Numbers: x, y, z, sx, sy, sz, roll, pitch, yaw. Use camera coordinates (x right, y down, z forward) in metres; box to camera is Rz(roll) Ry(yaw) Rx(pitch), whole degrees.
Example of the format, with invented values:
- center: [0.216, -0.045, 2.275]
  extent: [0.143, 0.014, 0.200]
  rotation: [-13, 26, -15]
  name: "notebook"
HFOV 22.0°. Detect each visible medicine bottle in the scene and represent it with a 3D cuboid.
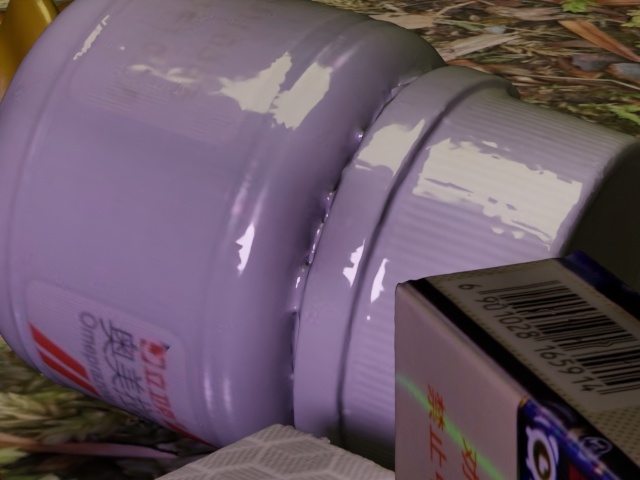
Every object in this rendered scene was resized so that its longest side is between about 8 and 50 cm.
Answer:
- center: [0.000, 0.000, 0.877]
  extent: [0.306, 0.245, 0.245]
  rotation: [18, 27, 24]
  name: "medicine bottle"

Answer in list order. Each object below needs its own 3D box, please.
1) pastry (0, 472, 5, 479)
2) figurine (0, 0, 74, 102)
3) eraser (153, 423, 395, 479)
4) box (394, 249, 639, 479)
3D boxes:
- center: [-0.225, 0.144, 0.716]
  extent: [0.182, 0.093, 0.192]
  rotation: [-6, 22, -7]
  name: "pastry"
- center: [-0.217, -0.118, 1.339]
  extent: [0.215, 0.215, 0.228]
  rotation: [16, 12, 38]
  name: "figurine"
- center: [-0.127, 0.184, 0.603]
  extent: [0.098, 0.096, 0.404]
  rotation: [19, 27, 40]
  name: "eraser"
- center: [0.114, 0.147, 0.545]
  extent: [0.084, 0.198, 0.310]
  rotation: [-7, 22, -18]
  name: "box"
